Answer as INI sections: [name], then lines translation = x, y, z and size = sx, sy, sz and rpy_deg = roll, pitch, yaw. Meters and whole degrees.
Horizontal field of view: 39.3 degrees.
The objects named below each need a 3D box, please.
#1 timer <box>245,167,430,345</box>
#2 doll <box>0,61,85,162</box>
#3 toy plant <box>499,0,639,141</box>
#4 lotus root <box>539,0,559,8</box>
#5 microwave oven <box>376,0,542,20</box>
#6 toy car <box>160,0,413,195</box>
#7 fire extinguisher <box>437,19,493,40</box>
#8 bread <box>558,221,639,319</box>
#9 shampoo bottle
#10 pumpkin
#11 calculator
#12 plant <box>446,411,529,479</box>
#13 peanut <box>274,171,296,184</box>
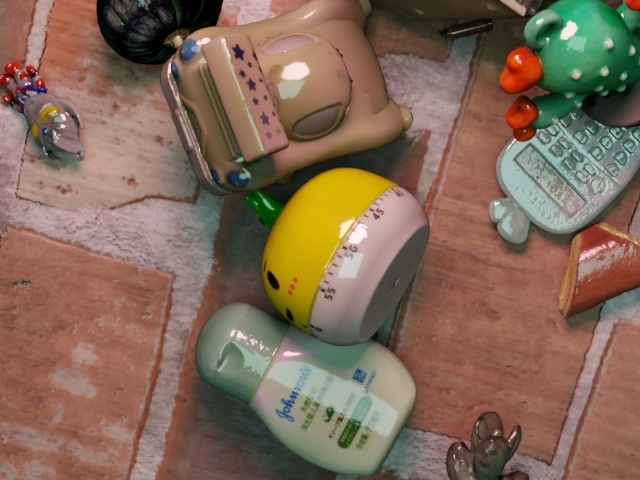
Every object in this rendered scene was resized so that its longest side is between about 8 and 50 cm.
[timer]
translation = 0.000, 0.000, 1.350
size = 0.285, 0.285, 0.285
rpy_deg = 1, 98, 4
[doll]
translation = -0.443, -0.204, 1.442
size = 0.104, 0.062, 0.194
rpy_deg = -42, 86, 7
[toy plant]
translation = 0.412, -0.252, 1.216
size = 0.400, 0.279, 0.185
rpy_deg = 5, 74, -34
[lotus root]
translation = 0.348, -0.452, 1.311
size = 0.186, 0.186, 0.186
rpy_deg = 1, 98, 4
[microwave oven]
translation = 0.199, -0.511, 1.185
size = 0.247, 0.333, 0.394
rpy_deg = 25, 91, -29
[toy car]
translation = -0.029, -0.218, 1.265
size = 0.336, 0.226, 0.242
rpy_deg = -23, 94, -29
[fire extinguisher]
translation = 0.225, -0.330, 1.392
size = 0.083, 0.022, 0.028
rpy_deg = -12, 133, 6
[bread]
translation = 0.447, 0.035, 1.405
size = 0.192, 0.067, 0.119
rpy_deg = -27, 95, 7
[shampoo bottle]
translation = -0.034, 0.220, 1.426
size = 0.350, 0.151, 0.221
rpy_deg = 28, 101, 1
[pumpkin]
translation = -0.237, -0.346, 1.338
size = 0.202, 0.202, 0.140
rpy_deg = -35, 76, 8
[calculator]
translation = 0.383, -0.118, 1.403
size = 0.295, 0.042, 0.184
rpy_deg = -44, 93, 6
[plant]
translation = 0.255, 0.415, 1.431
size = 0.149, 0.146, 0.274
rpy_deg = 10, 100, -9
[peanut]
translation = -0.077, -0.183, 1.407
size = 0.089, 0.089, 0.192
rpy_deg = -19, 97, 7
